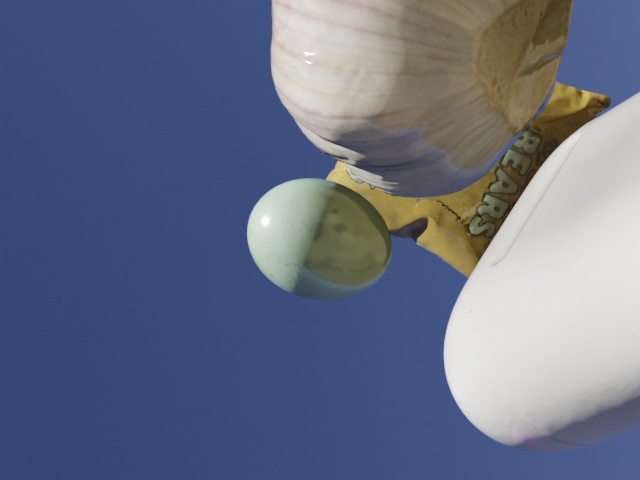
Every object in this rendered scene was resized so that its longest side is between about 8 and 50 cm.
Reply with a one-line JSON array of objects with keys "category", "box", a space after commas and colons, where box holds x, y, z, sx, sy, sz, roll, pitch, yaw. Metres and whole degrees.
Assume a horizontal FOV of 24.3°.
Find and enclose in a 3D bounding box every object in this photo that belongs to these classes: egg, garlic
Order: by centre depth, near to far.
[{"category": "garlic", "box": [0.090, -0.200, 1.328, 0.317, 0.259, 0.317, -38, -41, -44]}, {"category": "egg", "box": [0.000, 0.000, 1.852, 0.192, 0.149, 0.149, 20, -121, -30]}]

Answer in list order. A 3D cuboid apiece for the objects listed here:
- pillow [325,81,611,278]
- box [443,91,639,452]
[{"category": "pillow", "box": [0.179, -0.117, 1.993, 0.310, 0.312, 0.119, -64, -8, 7]}, {"category": "box", "box": [0.239, -0.012, 0.937, 0.141, 0.349, 0.288, 44, -129, -10]}]
